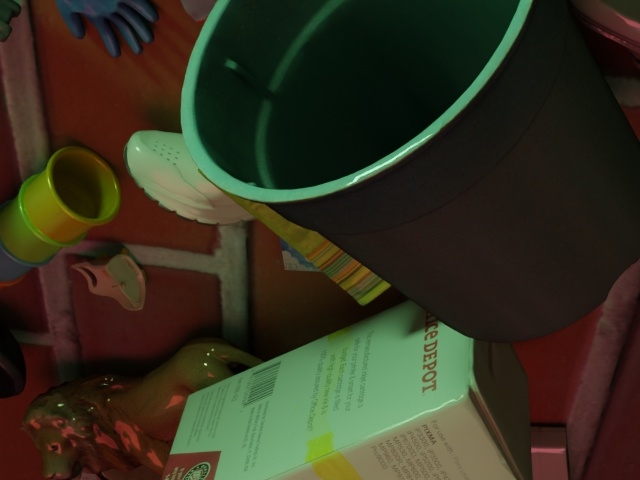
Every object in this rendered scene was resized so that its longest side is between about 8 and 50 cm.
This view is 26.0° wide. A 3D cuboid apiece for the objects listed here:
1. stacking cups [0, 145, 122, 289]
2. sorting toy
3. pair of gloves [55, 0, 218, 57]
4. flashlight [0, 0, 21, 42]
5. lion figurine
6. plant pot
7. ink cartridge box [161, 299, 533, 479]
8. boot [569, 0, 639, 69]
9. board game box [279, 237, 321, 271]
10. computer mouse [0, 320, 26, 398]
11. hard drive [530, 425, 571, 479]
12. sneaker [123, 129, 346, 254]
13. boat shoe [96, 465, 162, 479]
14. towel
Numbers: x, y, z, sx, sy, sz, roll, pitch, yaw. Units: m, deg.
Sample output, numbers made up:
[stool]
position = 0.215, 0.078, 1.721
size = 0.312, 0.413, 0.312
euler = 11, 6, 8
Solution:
[stacking cups]
position = -0.355, 0.005, 1.572
size = 0.096, 0.096, 0.316
euler = 36, 133, -26
[sorting toy]
position = -0.255, 0.042, 1.638
size = 0.075, 0.045, 0.083
euler = -5, 138, 28
[pair of gloves]
position = -0.177, -0.250, 1.302
size = 0.198, 0.023, 0.159
euler = -16, 133, 28
[flashlight]
position = -0.424, -0.269, 1.274
size = 0.304, 0.103, 0.103
euler = 32, 132, -21
[lion figurine]
position = -0.181, 0.205, 1.757
size = 0.392, 0.142, 0.240
euler = -36, 114, 24
[plant pot]
position = 0.113, -0.093, 1.210
size = 0.341, 0.341, 0.334
euler = -18, 139, 29
[ink cartridge box]
position = 0.031, 0.226, 1.518
size = 0.385, 0.279, 0.160
euler = -25, 109, 17
[boot]
position = 0.318, -0.151, 1.250
size = 0.258, 0.095, 0.123
euler = 20, 131, -12
[board game box]
position = 0.000, 0.000, 1.548
size = 0.090, 0.020, 0.090
euler = 3, 139, 10
[computer mouse]
position = -0.482, 0.106, 1.742
size = 0.272, 0.072, 0.188
euler = 25, 140, 2
[hard drive]
position = 0.159, 0.329, 1.867
size = 0.353, 0.047, 0.233
euler = -2, 138, 13
[sneaker]
position = -0.052, -0.080, 1.426
size = 0.297, 0.111, 0.129
euler = 10, 128, -9
[boat shoe]
position = -0.264, 0.338, 1.972
size = 0.133, 0.049, 0.042
euler = 32, 163, -32
[towel]
position = -0.003, -0.029, 1.388
size = 0.237, 0.021, 0.102
euler = 39, 114, -24
